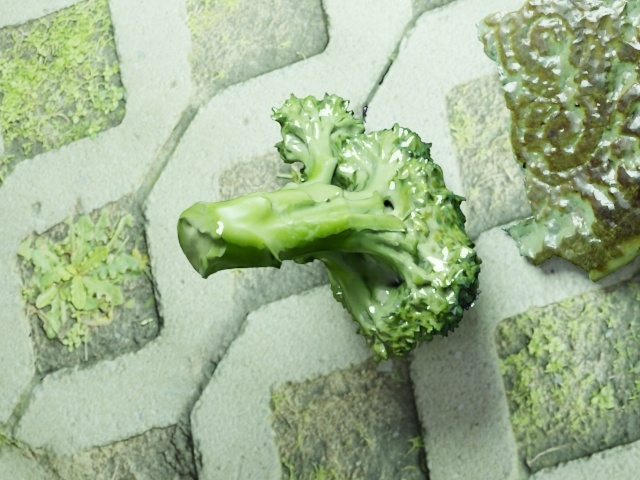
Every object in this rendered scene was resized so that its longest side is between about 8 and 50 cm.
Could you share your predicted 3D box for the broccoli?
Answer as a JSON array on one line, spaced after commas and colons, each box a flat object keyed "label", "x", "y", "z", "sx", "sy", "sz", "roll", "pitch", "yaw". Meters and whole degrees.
[{"label": "broccoli", "x": 0.033, "y": 0.013, "z": 1.716, "sx": 0.353, "sy": 0.397, "sz": 0.274, "roll": 22, "pitch": 114, "yaw": 11}]

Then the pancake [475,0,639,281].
[{"label": "pancake", "x": 0.365, "y": -0.160, "z": 1.772, "sx": 0.305, "sy": 0.067, "sz": 0.426, "roll": -6, "pitch": 95, "yaw": 31}]
